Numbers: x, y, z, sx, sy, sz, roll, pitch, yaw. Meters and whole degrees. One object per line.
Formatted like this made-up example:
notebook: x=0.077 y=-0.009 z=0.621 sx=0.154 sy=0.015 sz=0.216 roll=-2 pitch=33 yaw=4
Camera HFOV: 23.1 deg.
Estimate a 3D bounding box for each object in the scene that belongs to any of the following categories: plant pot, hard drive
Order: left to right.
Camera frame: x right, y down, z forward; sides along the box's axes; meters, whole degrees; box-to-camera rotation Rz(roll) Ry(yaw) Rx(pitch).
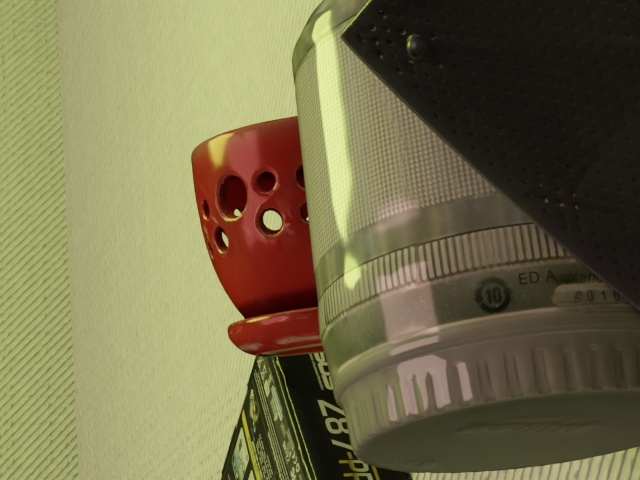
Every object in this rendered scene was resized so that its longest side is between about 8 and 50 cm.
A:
plant pot: x=0.000 y=0.000 z=1.236 sx=0.191 sy=0.191 sz=0.174 roll=159 pitch=105 yaw=-69
hard drive: x=0.145 y=-0.058 z=0.713 sx=0.054 sy=0.255 sz=0.172 roll=-52 pitch=4 yaw=-32

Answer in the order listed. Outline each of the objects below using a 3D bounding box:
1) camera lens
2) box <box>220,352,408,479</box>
camera lens: x=0.102 y=-0.021 z=0.904 sx=0.219 sy=0.219 sz=0.274 roll=133 pitch=135 yaw=-61
box: x=-0.002 y=0.319 z=1.354 sx=0.395 sy=0.097 sz=0.318 roll=-112 pitch=32 yaw=-48
